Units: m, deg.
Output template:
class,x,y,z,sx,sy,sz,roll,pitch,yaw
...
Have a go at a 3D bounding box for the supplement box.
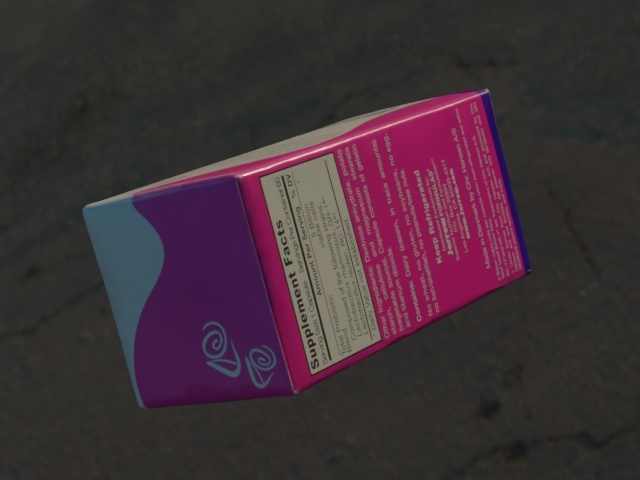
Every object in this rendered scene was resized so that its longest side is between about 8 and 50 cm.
class,x,y,z,sx,sy,sz,roll,pitch,yaw
supplement box,0.000,0.000,0.857,0.111,0.114,0.220,-9,7,41
